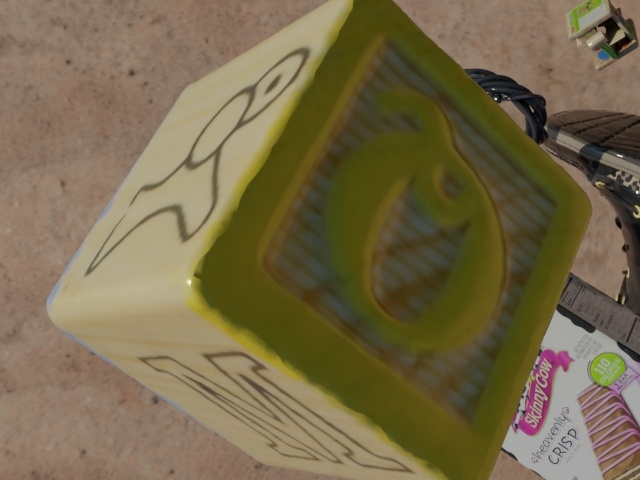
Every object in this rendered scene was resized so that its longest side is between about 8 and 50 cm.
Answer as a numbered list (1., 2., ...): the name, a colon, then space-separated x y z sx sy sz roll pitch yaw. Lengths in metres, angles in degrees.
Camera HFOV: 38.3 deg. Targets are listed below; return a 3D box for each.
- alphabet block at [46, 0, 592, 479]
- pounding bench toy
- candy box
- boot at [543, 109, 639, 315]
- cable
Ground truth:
1. alphabet block: -0.004 0.011 0.519 0.193 0.192 0.197 37 155 -24
2. pounding bench toy: 0.309 -0.219 1.003 0.052 0.083 0.065 -31 124 34
3. candy box: 0.238 0.139 0.800 0.233 0.071 0.159 33 122 13
4. boot: 0.435 -0.006 1.254 0.377 0.138 0.284 33 134 46
5. cable: 0.194 -0.145 1.147 0.184 0.047 0.151 -29 103 38
